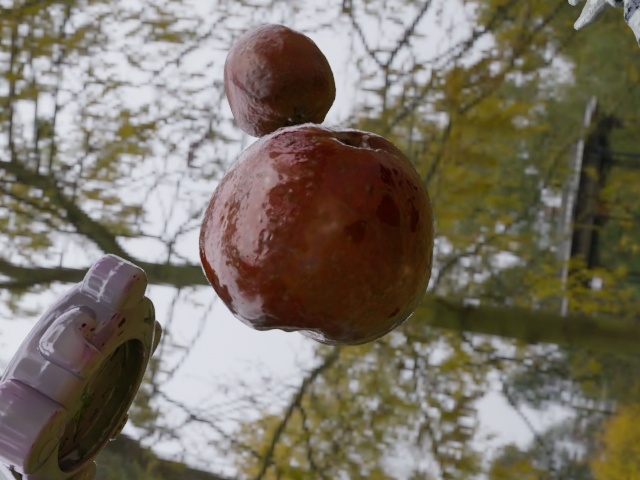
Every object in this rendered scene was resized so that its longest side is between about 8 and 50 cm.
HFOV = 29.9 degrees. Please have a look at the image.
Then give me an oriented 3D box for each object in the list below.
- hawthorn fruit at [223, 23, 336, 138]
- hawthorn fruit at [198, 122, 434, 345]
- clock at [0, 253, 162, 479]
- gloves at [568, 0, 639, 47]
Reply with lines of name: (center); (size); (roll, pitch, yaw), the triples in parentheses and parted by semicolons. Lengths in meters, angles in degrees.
hawthorn fruit: (-0.085, -0.299, 2.182); (0.253, 0.205, 0.205); (62, 177, 33)
hawthorn fruit: (0.000, 0.000, 1.422); (0.284, 0.284, 0.284); (7, -90, -72)
clock: (-0.333, 0.197, 1.645); (0.322, 0.113, 0.295); (-59, -14, -25)
gloves: (0.371, -0.290, 1.379); (0.131, 0.140, 0.218); (96, 155, -58)
